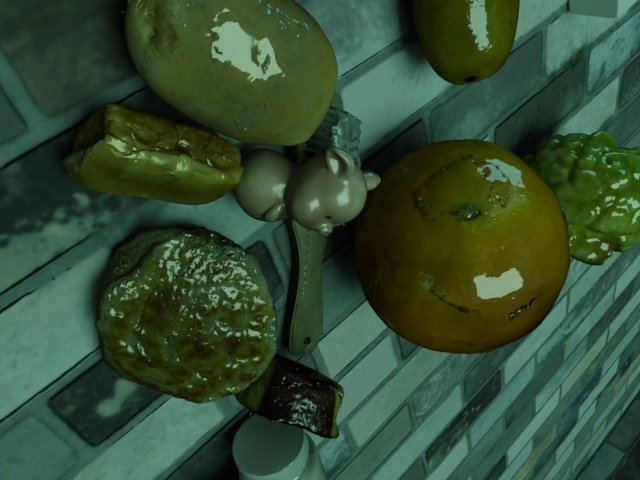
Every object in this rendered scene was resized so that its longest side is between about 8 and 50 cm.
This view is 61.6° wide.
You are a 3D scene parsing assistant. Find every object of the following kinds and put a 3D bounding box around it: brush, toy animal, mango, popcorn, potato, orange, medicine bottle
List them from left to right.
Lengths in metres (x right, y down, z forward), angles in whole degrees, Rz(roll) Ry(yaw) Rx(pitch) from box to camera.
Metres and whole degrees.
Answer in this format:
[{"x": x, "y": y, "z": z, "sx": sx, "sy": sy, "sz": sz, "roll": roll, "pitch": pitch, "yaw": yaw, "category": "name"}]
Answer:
[{"x": -0.064, "y": -0.143, "z": 0.418, "sx": 0.118, "sy": 0.109, "sz": 0.178, "roll": -37, "pitch": 141, "yaw": 27, "category": "potato"}, {"x": -0.045, "y": 0.307, "z": 0.689, "sx": 0.103, "sy": 0.102, "sz": 0.187, "roll": -36, "pitch": 132, "yaw": -25, "category": "medicine bottle"}, {"x": -0.022, "y": -0.050, "z": 0.493, "sx": 0.083, "sy": 0.150, "sz": 0.089, "roll": -68, "pitch": 159, "yaw": -66, "category": "toy animal"}, {"x": 0.000, "y": 0.000, "z": 0.595, "sx": 0.070, "sy": 0.065, "sz": 0.327, "roll": -19, "pitch": 125, "yaw": -40, "category": "brush"}, {"x": 0.158, "y": 0.007, "z": 0.622, "sx": 0.246, "sy": 0.246, "sz": 0.246, "roll": -22, "pitch": 126, "yaw": -34, "category": "orange"}, {"x": 0.159, "y": -0.282, "z": 0.567, "sx": 0.136, "sy": 0.099, "sz": 0.228, "roll": -6, "pitch": 108, "yaw": -37, "category": "mango"}, {"x": 0.412, "y": -0.058, "z": 0.866, "sx": 0.251, "sy": 0.206, "sz": 0.237, "roll": -38, "pitch": 149, "yaw": -7, "category": "popcorn"}]

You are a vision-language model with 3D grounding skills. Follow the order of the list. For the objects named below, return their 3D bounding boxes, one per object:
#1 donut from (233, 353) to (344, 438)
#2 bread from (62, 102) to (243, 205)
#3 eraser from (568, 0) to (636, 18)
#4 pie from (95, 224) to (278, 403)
[{"x": -0.034, "y": 0.169, "z": 0.605, "sx": 0.140, "sy": 0.140, "sz": 0.059, "roll": 32, "pitch": 80, "yaw": -48, "category": "donut"}, {"x": -0.127, "y": -0.062, "z": 0.427, "sx": 0.132, "sy": 0.074, "sz": 0.053, "roll": 13, "pitch": 66, "yaw": -50, "category": "bread"}, {"x": 0.379, "y": -0.451, "z": 0.696, "sx": 0.076, "sy": 0.078, "sz": 0.298, "roll": -42, "pitch": 135, "yaw": -19, "category": "eraser"}, {"x": -0.124, "y": 0.072, "z": 0.504, "sx": 0.163, "sy": 0.079, "sz": 0.193, "roll": -17, "pitch": 121, "yaw": -20, "category": "pie"}]
